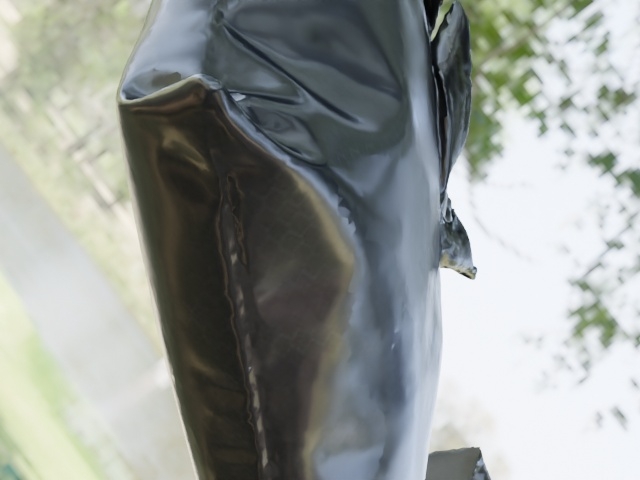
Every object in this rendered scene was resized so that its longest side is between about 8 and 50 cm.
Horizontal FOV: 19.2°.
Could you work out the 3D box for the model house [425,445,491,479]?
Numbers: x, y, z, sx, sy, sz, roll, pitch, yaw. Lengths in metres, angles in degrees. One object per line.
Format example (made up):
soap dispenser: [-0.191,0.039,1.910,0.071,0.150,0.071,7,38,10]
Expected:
model house: [-0.016,0.249,1.012,0.211,0.243,0.204,-77,153,-53]

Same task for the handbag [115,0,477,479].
handbag: [0.000,0.000,0.556,0.211,0.089,0.254,-79,166,-50]
